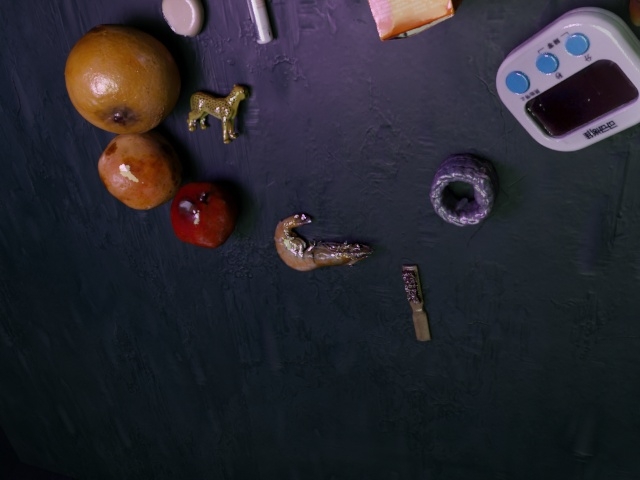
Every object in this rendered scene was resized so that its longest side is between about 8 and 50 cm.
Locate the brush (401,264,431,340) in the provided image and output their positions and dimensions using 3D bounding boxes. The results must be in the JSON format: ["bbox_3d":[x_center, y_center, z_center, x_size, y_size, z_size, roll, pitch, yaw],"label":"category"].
[{"bbox_3d":[0.256,0.176,1.558,0.043,0.036,0.248,1,121,28],"label":"brush"}]

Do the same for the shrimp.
[{"bbox_3d":[0.000,0.000,1.547,0.296,0.058,0.169,-8,115,32],"label":"shrimp"}]

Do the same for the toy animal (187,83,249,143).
[{"bbox_3d":[-0.265,-0.329,1.444,0.181,0.073,0.136,21,120,25],"label":"toy animal"}]

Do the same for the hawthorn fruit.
[{"bbox_3d":[-0.306,-0.079,1.530,0.185,0.185,0.202,28,157,4],"label":"hawthorn fruit"}]

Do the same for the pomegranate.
[{"bbox_3d":[-0.477,-0.183,1.531,0.215,0.215,0.215,11,125,17],"label":"pomegranate"}]

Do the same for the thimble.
[{"bbox_3d":[0.321,-0.112,1.302,0.150,0.098,0.150,12,126,17],"label":"thimble"}]

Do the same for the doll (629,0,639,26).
[{"bbox_3d":[0.481,-0.512,0.929,0.339,0.209,0.318,26,160,8],"label":"doll"}]

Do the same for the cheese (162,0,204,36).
[{"bbox_3d":[-0.317,-0.550,1.325,0.092,0.047,0.171,-1,121,21],"label":"cheese"}]

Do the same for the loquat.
[{"bbox_3d":[-0.463,-0.374,1.378,0.263,0.263,0.263,11,125,17],"label":"loquat"}]

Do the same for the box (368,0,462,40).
[{"bbox_3d":[0.140,-0.548,1.015,0.143,0.225,0.341,-10,116,27],"label":"box"}]

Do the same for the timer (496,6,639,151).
[{"bbox_3d":[0.475,-0.294,1.087,0.237,0.087,0.262,44,149,-11],"label":"timer"}]

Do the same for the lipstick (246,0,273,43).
[{"bbox_3d":[-0.137,-0.506,1.280,0.040,0.040,0.141,1,122,23],"label":"lipstick"}]
